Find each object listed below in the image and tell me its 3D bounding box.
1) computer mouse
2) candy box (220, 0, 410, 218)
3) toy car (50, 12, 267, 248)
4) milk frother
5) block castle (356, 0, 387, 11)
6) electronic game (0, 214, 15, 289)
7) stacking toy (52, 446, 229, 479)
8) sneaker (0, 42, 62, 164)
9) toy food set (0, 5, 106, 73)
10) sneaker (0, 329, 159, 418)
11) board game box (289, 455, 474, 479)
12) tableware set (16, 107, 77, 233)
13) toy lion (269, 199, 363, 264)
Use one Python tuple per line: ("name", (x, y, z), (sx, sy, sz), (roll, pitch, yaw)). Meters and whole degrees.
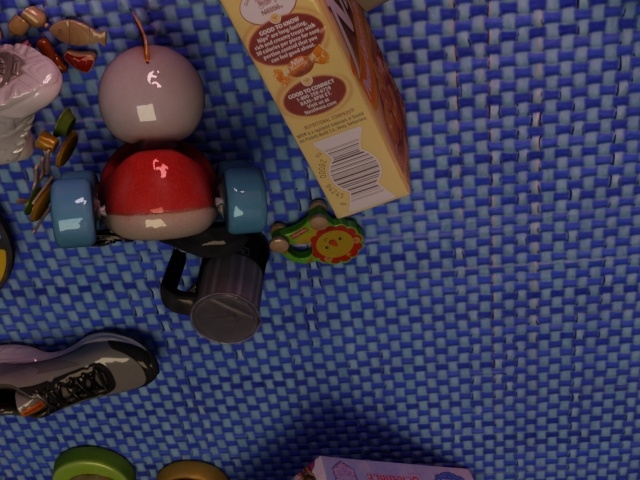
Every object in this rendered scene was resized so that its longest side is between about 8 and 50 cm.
("computer mouse", (-0.197, 0.003, 1.140), (0.242, 0.071, 0.041), (-1, 99, 24))
("candy box", (-0.007, -0.201, 0.921), (0.088, 0.183, 0.316), (-18, 125, 15))
("toy car", (-0.181, -0.125, 1.024), (0.219, 0.210, 0.238), (-4, 99, -10))
("milk frother", (-0.125, 0.078, 1.176), (0.129, 0.134, 0.143), (-7, 127, 9))
("block castle", (0.062, -0.392, 0.606), (0.213, 0.453, 0.303), (-24, 122, 28))
("electronic game", (-0.504, 0.000, 1.191), (0.229, 0.048, 0.229), (2, 128, 2))
("stacking toy", (-0.313, 0.475, 1.500), (0.280, 0.130, 0.309), (17, 126, -11))
("sneaker", (-0.350, -0.141, 1.048), (0.232, 0.090, 0.115), (-12, 144, 37))
("toy food set", (-0.298, -0.217, 1.028), (0.122, 0.019, 0.078), (15, 127, -9))
("sneaker", (-0.354, 0.199, 1.302), (0.272, 0.108, 0.100), (-9, 125, 8))
("board game box", (0.028, 0.439, 1.420), (0.318, 0.066, 0.318), (15, 132, -39))
("tableware set", (-0.316, -0.083, 1.091), (0.024, 0.104, 0.154), (26, 146, -1))
("toy lion", (0.000, 0.000, 1.178), (0.100, 0.034, 0.096), (-29, 129, 23))
